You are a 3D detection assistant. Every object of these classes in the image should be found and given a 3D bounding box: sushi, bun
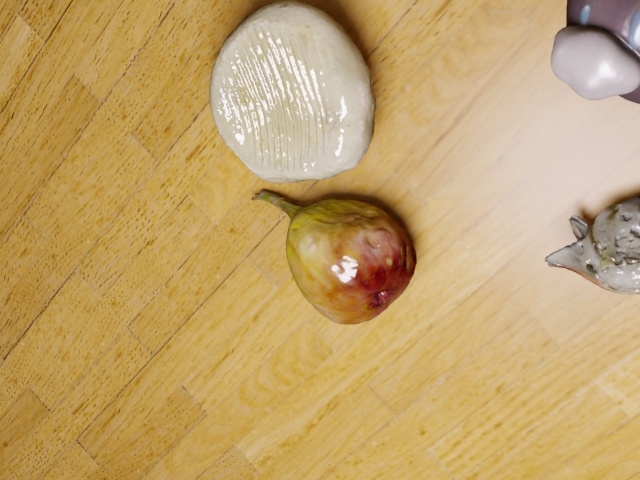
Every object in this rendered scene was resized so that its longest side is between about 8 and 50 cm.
[{"bbox_3d":[0.399,0.015,0.931,0.273,0.134,0.109,-21,128,17],"label":"sushi"},{"bbox_3d":[-0.027,-0.182,1.031,0.231,0.133,0.230,11,115,24],"label":"bun"}]

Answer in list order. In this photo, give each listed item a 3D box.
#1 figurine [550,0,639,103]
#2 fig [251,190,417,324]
[{"bbox_3d":[0.382,-0.293,0.790,0.218,0.206,0.364,22,112,0],"label":"figurine"},{"bbox_3d":[0.000,0.000,1.088,0.257,0.159,0.159,35,117,31],"label":"fig"}]
